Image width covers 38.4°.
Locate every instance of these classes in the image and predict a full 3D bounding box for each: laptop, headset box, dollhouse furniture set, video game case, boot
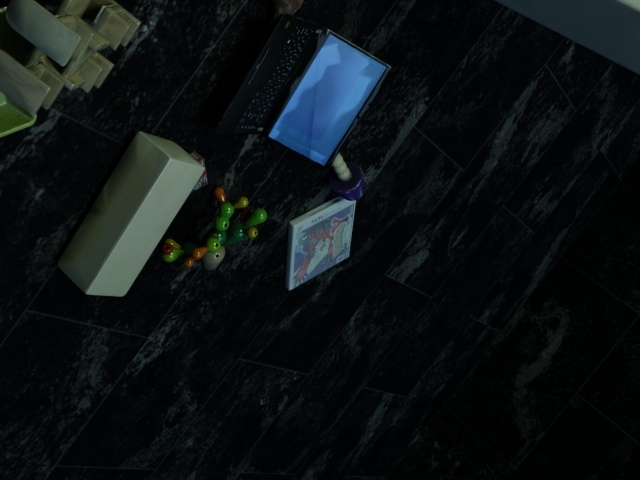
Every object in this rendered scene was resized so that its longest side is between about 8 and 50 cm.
[{"bbox_3d":[-0.026,-0.251,1.613,0.234,0.136,0.264,-57,165,17],"label":"laptop"},{"bbox_3d":[-0.236,-0.113,1.613,0.083,0.032,0.062,-35,147,-25],"label":"headset box"},{"bbox_3d":[-0.328,-0.310,1.155,0.242,0.161,0.212,-51,-176,21],"label":"dollhouse furniture set"},{"bbox_3d":[0.000,0.000,2.046,0.183,0.023,0.201,-29,144,-30],"label":"video game case"},{"bbox_3d":[-0.082,-0.365,1.535,0.106,0.037,0.114,-4,131,-52],"label":"boot"}]

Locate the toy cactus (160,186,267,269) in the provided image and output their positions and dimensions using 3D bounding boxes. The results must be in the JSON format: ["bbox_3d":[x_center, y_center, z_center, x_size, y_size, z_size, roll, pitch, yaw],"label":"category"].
[{"bbox_3d":[-0.209,-0.002,1.731,0.219,0.112,0.180,-35,165,-26],"label":"toy cactus"}]

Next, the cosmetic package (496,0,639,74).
[{"bbox_3d":[0.440,-0.448,1.475,0.217,0.385,0.156,-42,149,-10],"label":"cosmetic package"}]

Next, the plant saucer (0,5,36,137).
[{"bbox_3d":[-0.476,-0.206,1.194,0.188,0.045,0.188,-28,143,-30],"label":"plant saucer"}]

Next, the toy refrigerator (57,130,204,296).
[{"bbox_3d":[-0.319,-0.042,1.532,0.269,0.094,0.102,-56,155,12],"label":"toy refrigerator"}]

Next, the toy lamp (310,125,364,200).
[{"bbox_3d":[0.031,-0.164,1.854,0.080,0.080,0.274,-46,149,-6],"label":"toy lamp"}]
